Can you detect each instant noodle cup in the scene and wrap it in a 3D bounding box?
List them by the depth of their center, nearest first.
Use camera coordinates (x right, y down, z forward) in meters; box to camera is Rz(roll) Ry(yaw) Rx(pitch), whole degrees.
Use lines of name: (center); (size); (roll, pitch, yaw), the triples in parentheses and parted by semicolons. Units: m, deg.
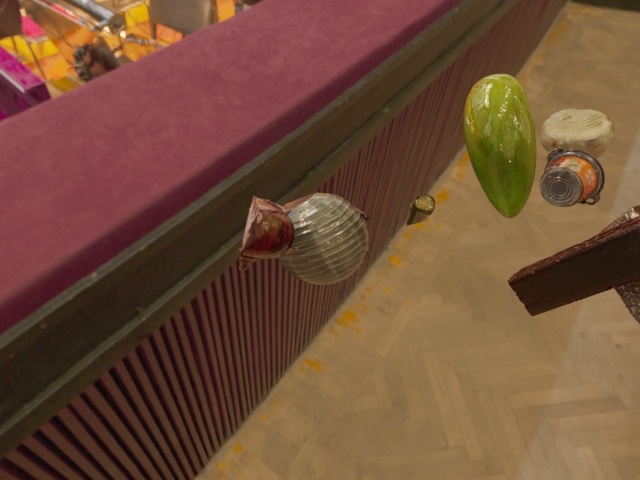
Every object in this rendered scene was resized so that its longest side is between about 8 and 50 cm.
instant noodle cup: (0.759, -0.178, 1.468); (0.125, 0.177, 0.208); (-30, 65, -37)

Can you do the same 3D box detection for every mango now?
mango: (0.433, -0.220, 1.137); (0.156, 0.343, 0.192); (-10, 12, 25)

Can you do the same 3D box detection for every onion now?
onion: (-0.104, -0.007, 0.945); (0.098, 0.151, 0.206); (12, 8, -11)

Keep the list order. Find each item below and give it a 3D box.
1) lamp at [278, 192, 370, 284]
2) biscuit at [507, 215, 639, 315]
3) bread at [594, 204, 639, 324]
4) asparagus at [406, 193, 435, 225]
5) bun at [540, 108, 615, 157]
lamp: (0.000, 0.000, 1.148); (0.233, 0.233, 0.265); (-40, 23, -32)
biscuit: (0.584, 0.055, 1.017); (0.073, 0.388, 0.107); (-28, 83, -39)
bread: (0.743, 0.124, 0.995); (0.113, 0.165, 0.416); (-1, 52, -23)
asparagus: (0.209, -0.056, 1.007); (0.045, 0.178, 0.041); (4, 79, 5)
bun: (0.904, -0.360, 1.681); (0.239, 0.141, 0.239); (-14, 43, 14)
